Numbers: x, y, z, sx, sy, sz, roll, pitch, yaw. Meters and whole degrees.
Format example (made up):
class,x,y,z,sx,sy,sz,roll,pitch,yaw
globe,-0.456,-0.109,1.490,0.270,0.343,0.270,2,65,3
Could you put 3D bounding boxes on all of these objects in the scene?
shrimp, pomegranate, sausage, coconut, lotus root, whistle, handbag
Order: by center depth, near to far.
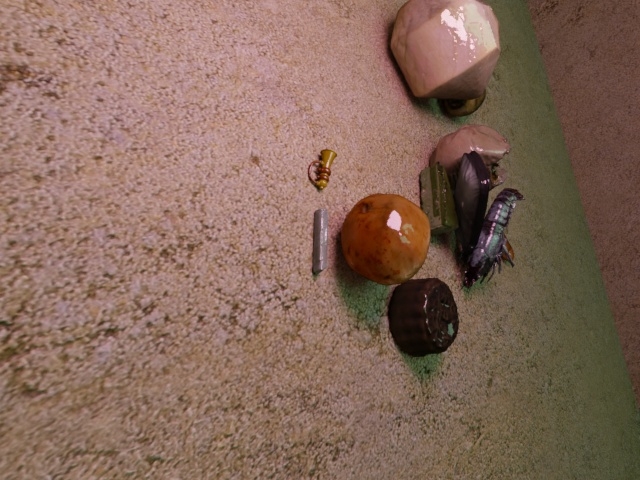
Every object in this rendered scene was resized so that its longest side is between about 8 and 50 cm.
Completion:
class,x,y,z,sx,sy,sz,roll,pitch,yaw
pomegranate,0.170,-0.004,1.237,0.248,0.248,0.248,19,64,-43
whistle,0.006,-0.187,1.257,0.057,0.046,0.109,45,52,-47
handbag,0.485,-0.117,1.585,0.332,0.075,0.191,87,-3,-45
coconut,0.446,-0.670,1.675,0.416,0.345,0.414,21,60,-40
shrimp,0.594,-0.001,1.710,0.166,0.222,0.410,15,96,-55
lotus root,0.591,-0.583,1.951,0.278,0.154,0.154,-42,108,-49
sausage,0.745,0.016,1.988,0.062,0.054,0.183,-46,117,-11

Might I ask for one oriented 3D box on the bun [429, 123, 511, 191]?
class,x,y,z,sx,sy,sz,roll,pitch,yaw
bun,0.517,-0.293,1.705,0.282,0.282,0.204,35,45,-35

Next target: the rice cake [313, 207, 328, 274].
class,x,y,z,sx,sy,sz,roll,pitch,yaw
rice cake,0.001,0.000,1.190,0.029,0.033,0.170,23,61,-40

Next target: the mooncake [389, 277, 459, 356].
class,x,y,z,sx,sy,sz,roll,pitch,yaw
mooncake,0.305,0.217,1.383,0.228,0.124,0.228,19,64,-44

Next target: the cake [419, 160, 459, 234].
class,x,y,z,sx,sy,sz,roll,pitch,yaw
cake,0.392,-0.134,1.615,0.099,0.100,0.235,20,63,-44
